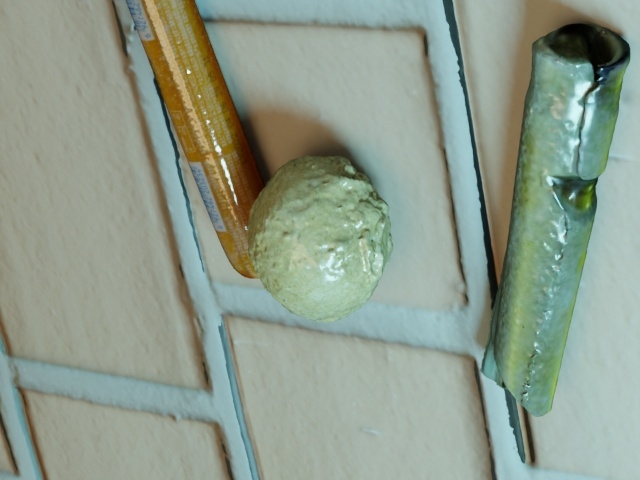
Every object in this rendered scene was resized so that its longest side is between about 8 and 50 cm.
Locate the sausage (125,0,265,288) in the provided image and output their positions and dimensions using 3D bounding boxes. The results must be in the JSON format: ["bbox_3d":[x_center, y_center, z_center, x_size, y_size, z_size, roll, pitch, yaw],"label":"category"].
[{"bbox_3d":[-0.098,-0.113,1.457,0.053,0.053,0.347,-4,116,37],"label":"sausage"}]

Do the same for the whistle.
[{"bbox_3d":[0.168,-0.007,1.335,0.068,0.057,0.326,32,134,30],"label":"whistle"}]

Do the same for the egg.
[{"bbox_3d":[0.000,0.000,1.427,0.116,0.118,0.140,-5,114,-11],"label":"egg"}]
